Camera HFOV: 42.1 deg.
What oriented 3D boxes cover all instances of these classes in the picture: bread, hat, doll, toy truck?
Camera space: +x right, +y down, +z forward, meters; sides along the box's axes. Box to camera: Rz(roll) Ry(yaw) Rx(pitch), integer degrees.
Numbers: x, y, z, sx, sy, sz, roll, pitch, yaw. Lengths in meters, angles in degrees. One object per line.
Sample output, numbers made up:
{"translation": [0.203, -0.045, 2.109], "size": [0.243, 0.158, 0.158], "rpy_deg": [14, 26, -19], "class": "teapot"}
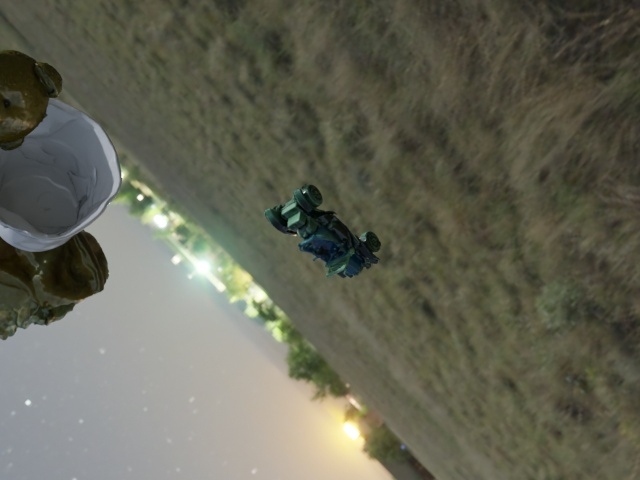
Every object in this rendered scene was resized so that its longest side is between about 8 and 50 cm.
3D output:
{"translation": [-0.439, -0.009, 1.229], "size": [0.196, 0.238, 0.252], "rpy_deg": [-7, 114, 44], "class": "bread"}
{"translation": [-0.350, -0.065, 1.034], "size": [0.203, 0.203, 0.126], "rpy_deg": [44, 147, 6], "class": "hat"}
{"translation": [-0.375, -0.168, 0.843], "size": [0.209, 0.137, 0.097], "rpy_deg": [28, -140, -35], "class": "doll"}
{"translation": [0.001, 0.001, 1.080], "size": [0.154, 0.080, 0.078], "rpy_deg": [38, -141, -28], "class": "toy truck"}
